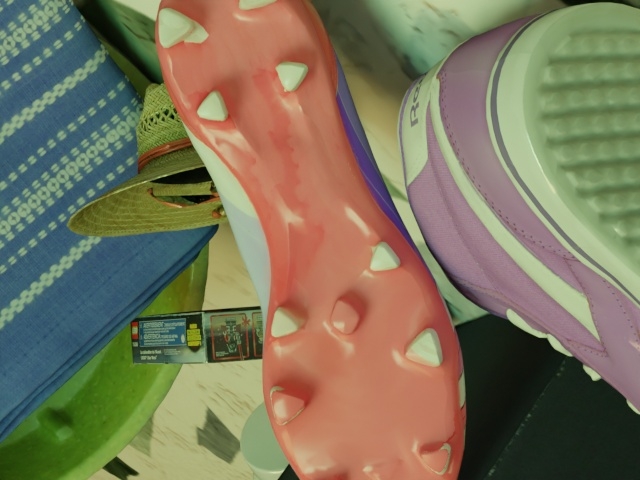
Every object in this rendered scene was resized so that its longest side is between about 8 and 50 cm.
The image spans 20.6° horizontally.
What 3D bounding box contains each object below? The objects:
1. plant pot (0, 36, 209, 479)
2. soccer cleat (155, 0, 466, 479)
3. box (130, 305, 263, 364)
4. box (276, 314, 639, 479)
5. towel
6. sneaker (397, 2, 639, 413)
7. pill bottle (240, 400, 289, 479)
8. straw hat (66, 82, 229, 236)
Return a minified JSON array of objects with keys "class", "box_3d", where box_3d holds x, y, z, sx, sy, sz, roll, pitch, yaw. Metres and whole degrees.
[{"class":"plant pot","box_3d":[-0.239,-0.012,0.982,0.276,0.276,0.254,51,167,-31]},{"class":"soccer cleat","box_3d":[0.000,0.000,0.719,0.095,0.083,0.248,-47,-64,-80]},{"class":"box","box_3d":[-0.018,0.046,0.910,0.137,0.027,0.094,-3,178,-29]},{"class":"box","box_3d":[0.144,0.202,0.891,0.312,0.179,0.343,41,158,-7]},{"class":"towel","box_3d":[-0.211,-0.047,0.810,0.040,0.243,0.336,26,154,55]},{"class":"sneaker","box_3d":[0.139,0.032,0.676,0.282,0.102,0.161,53,159,-11]},{"class":"pill bottle","box_3d":[0.010,0.165,1.148,0.086,0.086,0.152,17,152,41]},{"class":"straw hat","box_3d":[-0.056,-0.049,0.829,0.144,0.145,0.061,144,115,-68]}]
